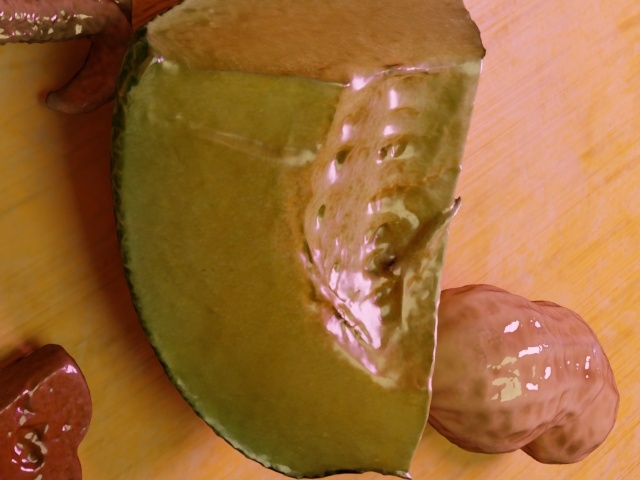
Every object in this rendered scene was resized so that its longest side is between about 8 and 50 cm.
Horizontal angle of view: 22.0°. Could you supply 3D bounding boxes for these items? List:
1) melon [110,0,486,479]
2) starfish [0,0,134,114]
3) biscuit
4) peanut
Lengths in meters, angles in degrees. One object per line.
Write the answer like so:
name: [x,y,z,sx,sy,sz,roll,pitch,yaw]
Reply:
melon: [0.000,0.000,1.167,0.331,0.226,0.343,-28,138,-52]
starfish: [-0.257,-0.083,0.910,0.324,0.082,0.432,62,38,-32]
biscuit: [-0.263,0.185,1.058,0.301,0.043,0.278,21,89,-51]
peanut: [0.173,0.121,1.448,0.305,0.147,0.147,15,92,-53]
